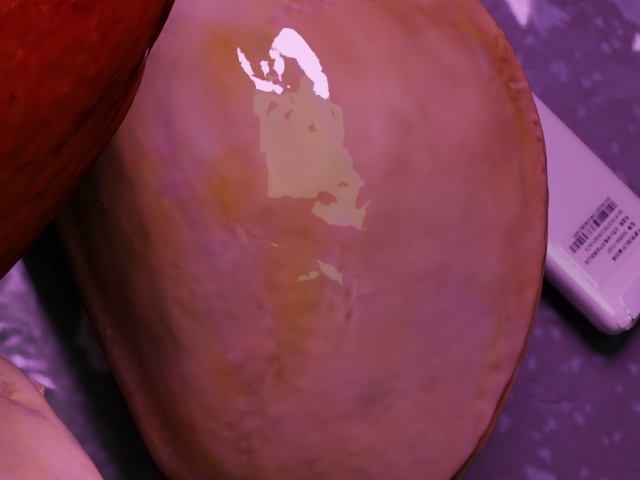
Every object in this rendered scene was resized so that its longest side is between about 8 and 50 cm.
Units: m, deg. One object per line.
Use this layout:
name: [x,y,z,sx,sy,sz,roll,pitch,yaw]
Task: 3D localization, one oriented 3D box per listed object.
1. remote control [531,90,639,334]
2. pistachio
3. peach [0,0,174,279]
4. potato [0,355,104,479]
remote control: [0.071,-0.061,0.890,0.261,0.029,0.067,44,67,-1]
pistachio: [0.000,0.000,0.777,0.213,0.163,0.260,-21,85,11]
peach: [-0.213,-0.128,0.644,0.335,0.406,0.310,31,40,2]
potato: [-0.135,0.156,0.705,0.161,0.128,0.234,19,65,-18]
